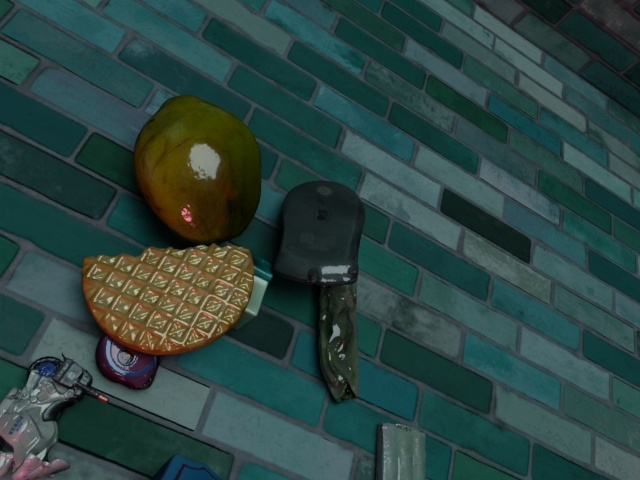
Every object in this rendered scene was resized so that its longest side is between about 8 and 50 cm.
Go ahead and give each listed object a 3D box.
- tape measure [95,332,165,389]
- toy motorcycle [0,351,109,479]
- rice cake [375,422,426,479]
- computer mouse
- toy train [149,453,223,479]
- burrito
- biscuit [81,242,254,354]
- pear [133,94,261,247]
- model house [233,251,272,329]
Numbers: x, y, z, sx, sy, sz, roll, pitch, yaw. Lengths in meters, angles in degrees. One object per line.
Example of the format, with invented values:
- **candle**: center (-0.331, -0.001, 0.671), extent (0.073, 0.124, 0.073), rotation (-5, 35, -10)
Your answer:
- **tape measure**: center (-0.340, 0.205, 1.103), extent (0.125, 0.074, 0.118), rotation (44, 53, -9)
- **toy motorcycle**: center (-0.446, 0.292, 0.982), extent (0.150, 0.102, 0.221), rotation (27, 54, -1)
- **rice cake**: center (0.165, 0.489, 1.269), extent (0.124, 0.038, 0.211), rotation (15, 59, -23)
- **computer mouse**: center (0.000, 0.000, 1.339), extent (0.188, 0.122, 0.371), rotation (6, 34, 2)
- **toy train**: center (-0.172, 0.501, 0.920), extent (0.300, 0.265, 0.188), rotation (43, 95, -5)
- **burrito**: center (0.036, 0.197, 1.329), extent (0.096, 0.066, 0.309), rotation (9, 62, -23)
- **biscuit**: center (-0.267, 0.102, 1.093), extent (0.309, 0.040, 0.205), rotation (-3, 65, -15)
- **pear**: center (-0.245, -0.139, 1.226), extent (0.269, 0.269, 0.321), rotation (-7, 77, -32)
- **model house**: center (-0.166, 0.087, 1.231), extent (0.100, 0.127, 0.149), rotation (30, 57, -14)
